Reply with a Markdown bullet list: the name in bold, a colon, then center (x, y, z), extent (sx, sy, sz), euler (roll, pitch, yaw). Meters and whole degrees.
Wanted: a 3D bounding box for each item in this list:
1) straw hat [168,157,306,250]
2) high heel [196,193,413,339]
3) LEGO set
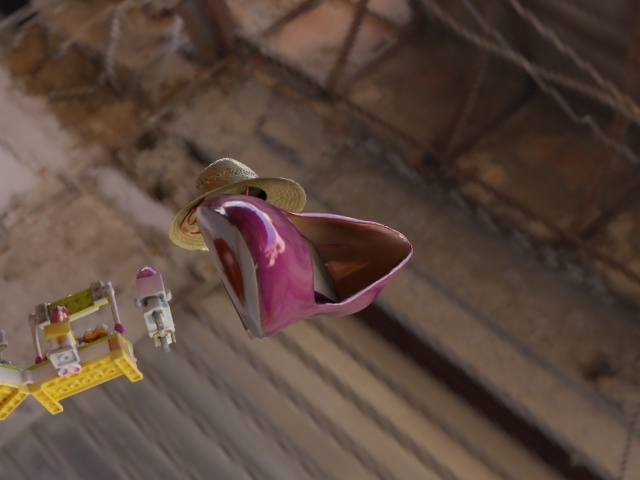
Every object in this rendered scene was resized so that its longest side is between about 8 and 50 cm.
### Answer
- **straw hat**: center (-0.092, -0.049, 1.526), extent (0.144, 0.145, 0.061), euler (83, -12, -62)
- **high heel**: center (0.000, 0.000, 1.289), extent (0.377, 0.181, 0.127), euler (105, -40, -83)
- **LEGO set**: center (-0.276, 0.083, 1.361), extent (0.132, 0.287, 0.107), euler (98, -21, -52)
